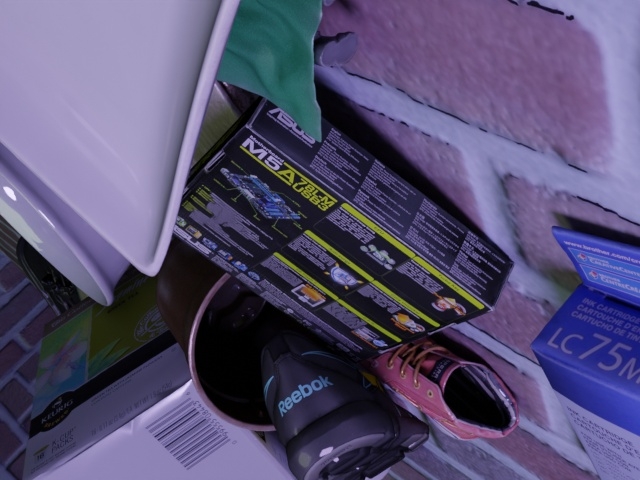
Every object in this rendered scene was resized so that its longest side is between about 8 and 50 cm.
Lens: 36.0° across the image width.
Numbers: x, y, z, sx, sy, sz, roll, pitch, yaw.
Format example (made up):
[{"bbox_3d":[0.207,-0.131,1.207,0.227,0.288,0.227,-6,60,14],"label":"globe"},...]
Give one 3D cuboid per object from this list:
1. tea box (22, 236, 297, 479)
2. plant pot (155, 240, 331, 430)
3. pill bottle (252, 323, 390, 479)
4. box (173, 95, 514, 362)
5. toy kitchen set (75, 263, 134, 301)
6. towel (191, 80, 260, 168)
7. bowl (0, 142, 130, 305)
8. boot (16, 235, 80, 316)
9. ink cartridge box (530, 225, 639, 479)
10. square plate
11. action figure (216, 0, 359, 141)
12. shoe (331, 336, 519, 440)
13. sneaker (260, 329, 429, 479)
[{"bbox_3d":[-0.149,0.230,1.161,0.329,0.220,0.323,53,-174,-28],"label":"tea box"},{"bbox_3d":[-0.068,0.065,0.903,0.167,0.167,0.165,54,167,-28],"label":"plant pot"},{"bbox_3d":[0.011,0.177,1.033,0.117,0.117,0.215,30,158,38],"label":"pill bottle"},{"bbox_3d":[0.000,0.000,0.659,0.191,0.045,0.184,36,149,-11],"label":"box"},{"bbox_3d":[-0.326,-0.025,1.386,0.166,0.122,0.207,25,134,48],"label":"toy kitchen set"},{"bbox_3d":[-0.089,-0.109,0.718,0.187,0.049,0.282,20,152,54],"label":"towel"},{"bbox_3d":[-0.296,-0.076,1.108,0.298,0.134,0.298,39,162,15],"label":"bowl"},{"bbox_3d":[-0.335,0.119,1.663,0.367,0.146,0.445,49,158,-20],"label":"boot"},{"bbox_3d":[0.231,0.132,0.542,0.186,0.065,0.311,23,151,49],"label":"ink cartridge box"},{"bbox_3d":[-0.154,-0.199,0.481,0.344,0.049,0.347,42,138,13],"label":"square plate"},{"bbox_3d":[-0.086,-0.155,0.528,0.232,0.063,0.137,27,136,23],"label":"action figure"},{"bbox_3d":[0.080,0.097,0.797,0.178,0.063,0.081,41,162,-6],"label":"shoe"},{"bbox_3d":[0.019,0.137,0.796,0.106,0.101,0.267,57,179,20],"label":"sneaker"}]
